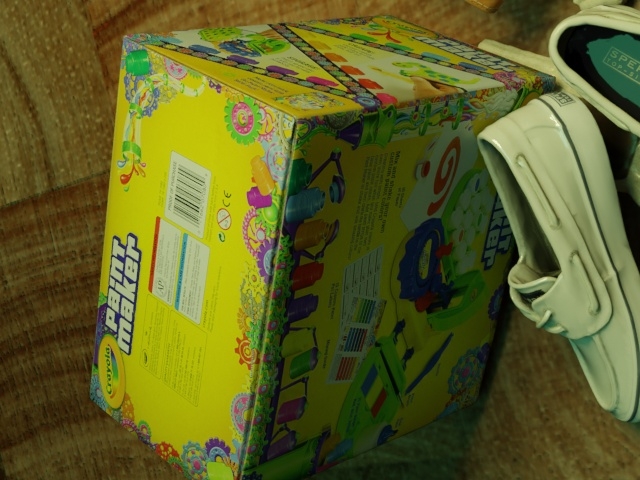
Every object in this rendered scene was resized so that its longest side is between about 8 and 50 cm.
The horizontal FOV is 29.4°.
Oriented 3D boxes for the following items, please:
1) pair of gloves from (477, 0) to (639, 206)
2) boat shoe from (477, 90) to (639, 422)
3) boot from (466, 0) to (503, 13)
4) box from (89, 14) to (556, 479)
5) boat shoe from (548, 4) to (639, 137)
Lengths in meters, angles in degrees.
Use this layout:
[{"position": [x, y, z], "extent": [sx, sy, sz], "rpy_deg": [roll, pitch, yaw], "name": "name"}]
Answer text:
[{"position": [0.210, -0.159, 0.891], "extent": [0.204, 0.042, 0.240], "rpy_deg": [31, 115, 31], "name": "pair of gloves"}, {"position": [0.176, 0.024, 0.884], "extent": [0.258, 0.084, 0.095], "rpy_deg": [70, 167, -12], "name": "boat shoe"}, {"position": [0.088, -0.323, 0.883], "extent": [0.283, 0.109, 0.220], "rpy_deg": [41, 126, 13], "name": "boot"}, {"position": [0.000, 0.000, 0.915], "extent": [0.177, 0.279, 0.290], "rpy_deg": [29, 119, 38], "name": "box"}, {"position": [0.270, -0.079, 0.794], "extent": [0.267, 0.088, 0.096], "rpy_deg": [36, 112, 16], "name": "boat shoe"}]
